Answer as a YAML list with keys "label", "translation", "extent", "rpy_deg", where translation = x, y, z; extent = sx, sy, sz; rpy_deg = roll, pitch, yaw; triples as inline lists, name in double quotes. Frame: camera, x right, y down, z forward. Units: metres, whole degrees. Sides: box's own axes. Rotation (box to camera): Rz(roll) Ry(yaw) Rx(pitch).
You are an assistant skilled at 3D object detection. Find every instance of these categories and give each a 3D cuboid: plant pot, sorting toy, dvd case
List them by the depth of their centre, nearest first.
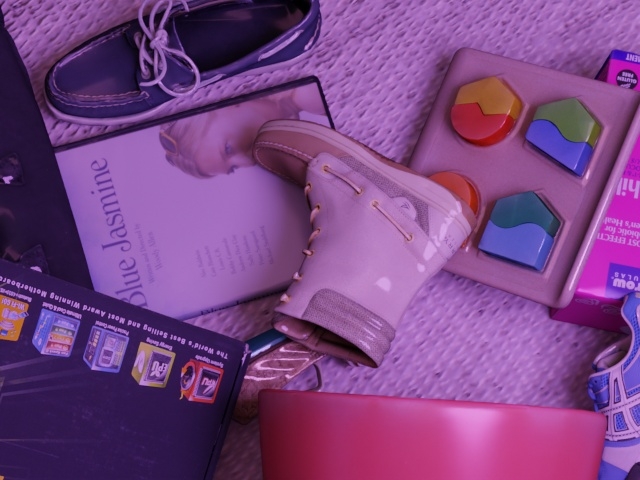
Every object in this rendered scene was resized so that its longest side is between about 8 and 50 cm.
- label: "plant pot"
  translation: [0.080, 0.243, 1.316]
  extent: [0.275, 0.275, 0.243]
  rpy_deg: [4, 84, -1]
- label: "sorting toy"
  translation: [0.154, -0.059, 1.433]
  extent: [0.208, 0.038, 0.193]
  rpy_deg: [19, 83, 38]
- label: "dvd case"
  translation: [-0.096, -0.029, 1.492]
  extent: [0.253, 0.022, 0.180]
  rpy_deg: [-16, 76, -6]

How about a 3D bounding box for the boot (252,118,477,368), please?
- label: "boot"
  translation: [0.000, 0.000, 1.412]
  extent: [0.213, 0.077, 0.165]
  rpy_deg: [26, 73, 26]

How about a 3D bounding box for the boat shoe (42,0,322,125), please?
- label: "boat shoe"
  translation: [-0.121, -0.166, 1.497]
  extent: [0.255, 0.079, 0.095]
  rpy_deg: [-12, 76, -5]

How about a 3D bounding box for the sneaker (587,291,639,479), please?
- label: "sneaker"
  translation: [0.253, 0.133, 1.399]
  extent: [0.081, 0.080, 0.211]
  rpy_deg: [23, 112, 7]

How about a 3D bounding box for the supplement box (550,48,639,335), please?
- label: "supplement box"
  translation: [0.275, -0.036, 1.462]
  extent: [0.111, 0.114, 0.220]
  rpy_deg: [11, 77, 0]

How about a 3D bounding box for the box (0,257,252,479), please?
- label: "box"
  translation: [-0.270, 0.168, 1.270]
  extent: [0.395, 0.097, 0.318]
  rpy_deg: [23, 82, -34]

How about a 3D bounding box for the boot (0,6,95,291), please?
- label: "boot"
  translation: [-0.407, -0.059, 1.437]
  extent: [0.367, 0.146, 0.445]
  rpy_deg: [-16, 81, -5]

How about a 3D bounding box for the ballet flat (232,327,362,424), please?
- label: "ballet flat"
  translation: [-0.002, 0.089, 1.450]
  extent: [0.206, 0.073, 0.067]
  rpy_deg: [-29, 105, -7]
